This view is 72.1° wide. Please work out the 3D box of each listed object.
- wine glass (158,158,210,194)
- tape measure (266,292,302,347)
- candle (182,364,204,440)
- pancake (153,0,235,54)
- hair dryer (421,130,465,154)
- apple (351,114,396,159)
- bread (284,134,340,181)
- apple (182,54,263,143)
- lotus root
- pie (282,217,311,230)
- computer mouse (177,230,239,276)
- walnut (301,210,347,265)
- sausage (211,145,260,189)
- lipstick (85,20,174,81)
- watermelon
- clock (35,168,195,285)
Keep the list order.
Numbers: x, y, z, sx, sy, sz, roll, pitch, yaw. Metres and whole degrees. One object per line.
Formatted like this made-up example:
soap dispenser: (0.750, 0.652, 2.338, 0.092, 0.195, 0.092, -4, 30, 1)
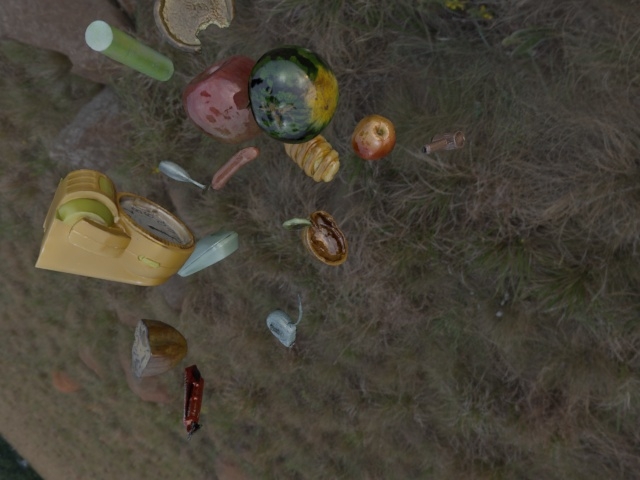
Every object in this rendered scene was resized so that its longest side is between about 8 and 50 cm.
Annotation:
wine glass: (-0.527, -0.249, 1.704, 0.198, 0.066, 0.066, 29, 139, 1)
tape measure: (-0.158, 0.327, 1.879, 0.164, 0.084, 0.330, 29, 140, 18)
candle: (-0.435, 0.544, 1.493, 0.084, 0.302, 0.059, 36, 106, -25)
pancake: (-0.449, -0.819, 1.583, 0.033, 0.288, 0.286, -159, 65, -76)
hair dryer: (0.409, -0.336, 1.547, 0.117, 0.181, 0.064, 4, 112, 53)
apple: (0.213, -0.413, 1.753, 0.199, 0.199, 0.199, 23, 135, 25)
bread: (-0.043, -0.383, 1.904, 0.311, 0.121, 0.173, 48, 120, 29)
apple: (-0.308, -0.481, 1.550, 0.344, 0.345, 0.269, 2, 136, 40)
lotus root: (-0.608, 0.400, 1.675, 0.188, 0.180, 0.199, -48, 54, 36)
pie: (-0.063, -0.044, 1.197, 0.085, 0.085, 0.017, -21, 69, 48)
computer mouse: (-0.416, 0.039, 1.603, 0.288, 0.159, 0.097, -21, 104, 35)
walnut: (0.000, 0.002, 1.525, 0.087, 0.167, 0.211, -15, 121, 44)
sausage: (-0.227, -0.190, 1.146, 0.186, 0.043, 0.043, -32, 99, 35)
lipstick: (-0.489, -0.493, 1.166, 0.076, 0.304, 0.076, 1, 96, 9)
watermelon: (-0.076, -0.411, 1.236, 0.269, 0.269, 0.269, 23, 135, 25)
clock: (-0.462, -0.014, 1.035, 0.200, 0.317, 0.244, -52, 39, 14)
